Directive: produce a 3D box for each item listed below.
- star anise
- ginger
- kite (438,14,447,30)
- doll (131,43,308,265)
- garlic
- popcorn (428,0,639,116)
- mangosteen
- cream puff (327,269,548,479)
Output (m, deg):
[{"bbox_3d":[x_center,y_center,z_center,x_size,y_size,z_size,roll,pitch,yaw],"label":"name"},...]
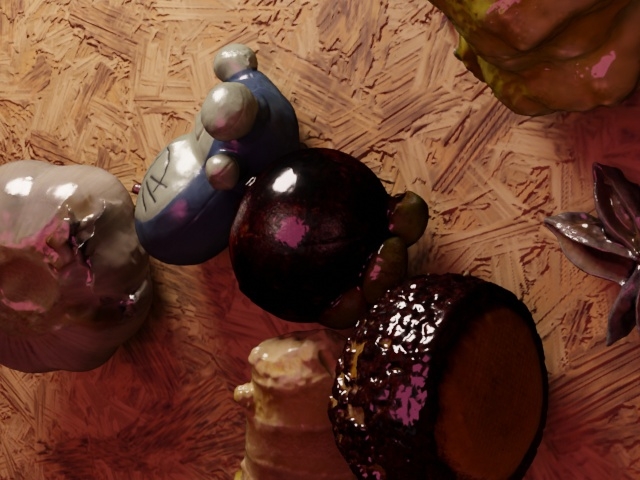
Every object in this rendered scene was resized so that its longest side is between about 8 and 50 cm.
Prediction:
[{"bbox_3d":[0.325,0.010,0.707,0.197,0.073,0.212,-32,76,38],"label":"star anise"},{"bbox_3d":[-0.024,0.246,0.886,0.126,0.190,0.354,-107,31,-56],"label":"ginger"},{"bbox_3d":[0.171,-0.331,0.828,0.127,0.016,0.229,15,97,33],"label":"kite"},{"bbox_3d":[-0.136,-0.089,0.942,0.258,0.154,0.228,-42,29,20],"label":"doll"},{"bbox_3d":[-0.377,0.039,1.045,0.322,0.241,0.322,-2,84,19],"label":"garlic"},{"bbox_3d":[0.200,-0.236,0.673,0.225,0.276,0.276,3,94,47],"label":"popcorn"},{"bbox_3d":[0.000,0.000,0.842,0.210,0.210,0.209,2,93,31],"label":"mangosteen"},{"bbox_3d":[0.111,0.147,0.757,0.165,0.239,0.239,0,92,47],"label":"cream puff"}]
